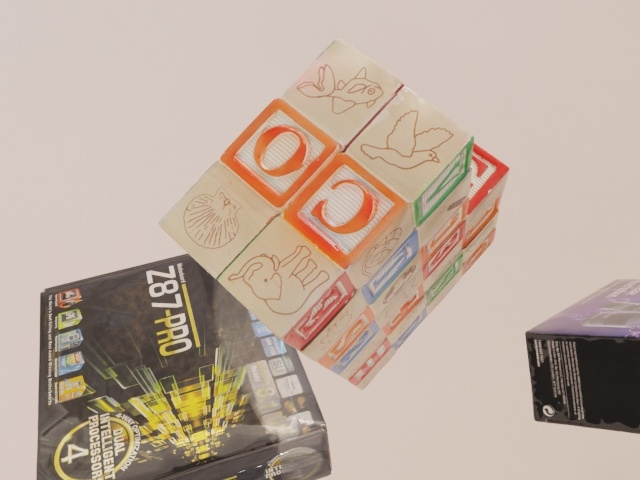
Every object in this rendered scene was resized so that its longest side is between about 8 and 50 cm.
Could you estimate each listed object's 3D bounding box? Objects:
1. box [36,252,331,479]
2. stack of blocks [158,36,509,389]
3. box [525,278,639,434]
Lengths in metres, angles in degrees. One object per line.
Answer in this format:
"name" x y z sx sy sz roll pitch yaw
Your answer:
"box" -0.193 0.173 0.907 0.319 0.395 0.097 -13 -53 -11
"stack of blocks" 0.035 -0.004 0.462 0.087 0.297 0.171 41 -95 18
"box" 0.360 0.110 0.732 0.184 0.261 0.103 -1 -81 42
